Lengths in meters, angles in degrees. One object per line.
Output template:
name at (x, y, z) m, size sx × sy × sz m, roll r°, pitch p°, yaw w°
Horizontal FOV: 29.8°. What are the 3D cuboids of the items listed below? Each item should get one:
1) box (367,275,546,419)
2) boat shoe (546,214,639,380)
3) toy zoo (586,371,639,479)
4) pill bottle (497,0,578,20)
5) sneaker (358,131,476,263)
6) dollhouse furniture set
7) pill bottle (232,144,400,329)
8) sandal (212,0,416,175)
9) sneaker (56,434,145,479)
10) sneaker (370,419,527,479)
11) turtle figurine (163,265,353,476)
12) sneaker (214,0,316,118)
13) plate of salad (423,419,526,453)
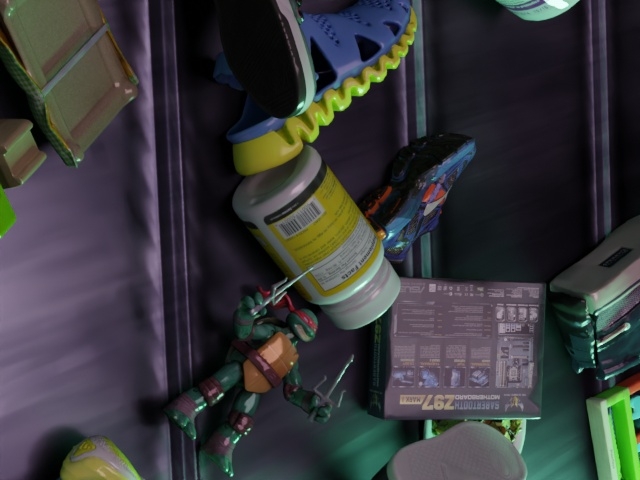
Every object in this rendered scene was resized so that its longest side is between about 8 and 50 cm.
box at (0.179, 0.140, 1.564) m, size 0.232 × 0.059 × 0.184 m, roll 2°, pitch 89°, yaw -20°
boat shoe at (0.482, 0.075, 1.813) m, size 0.340 × 0.127 × 0.158 m, roll -28°, pitch 115°, yaw -26°
toy zoo at (0.537, 0.296, 1.907) m, size 0.293 × 0.030 × 0.192 m, roll -19°, pitch 103°, yaw -37°
pill bottle at (0.218, -0.423, 1.549) m, size 0.301 × 0.169 × 0.169 m, roll 26°, pitch 75°, yaw -36°
sneaker at (0.127, -0.059, 1.554) m, size 0.221 × 0.083 × 0.087 m, roll -46°, pitch 131°, yaw -22°
dollhouse furniture set at (-0.334, -0.153, 1.185) m, size 0.301 × 0.151 × 0.198 m, roll -61°, pitch 141°, yaw -49°
pill bottle at (0.000, 0.000, 1.418) m, size 0.119 × 0.119 × 0.208 m, roll -51°, pitch 120°, yaw -26°
sandal at (-0.009, -0.218, 1.409) m, size 0.317 × 0.126 × 0.138 m, roll -45°, pitch 113°, yaw -30°
sneaker at (-0.216, 0.320, 1.292) m, size 0.126 × 0.091 × 0.240 m, roll -40°, pitch 116°, yaw -10°
sneaker at (0.142, 0.318, 1.543) m, size 0.295 × 0.147 × 0.105 m, roll 0°, pitch 52°, yaw -50°
turtle figurine at (-0.061, 0.147, 1.377) m, size 0.234 × 0.118 × 0.175 m, roll -46°, pitch 103°, yaw -11°
sneaker at (-0.037, -0.281, 1.315) m, size 0.178 × 0.123 × 0.296 m, roll -18°, pitch 83°, yaw -40°
plate of salad at (0.220, 0.259, 1.645) m, size 0.199 × 0.048 × 0.200 m, roll -1°, pitch 91°, yaw -39°
